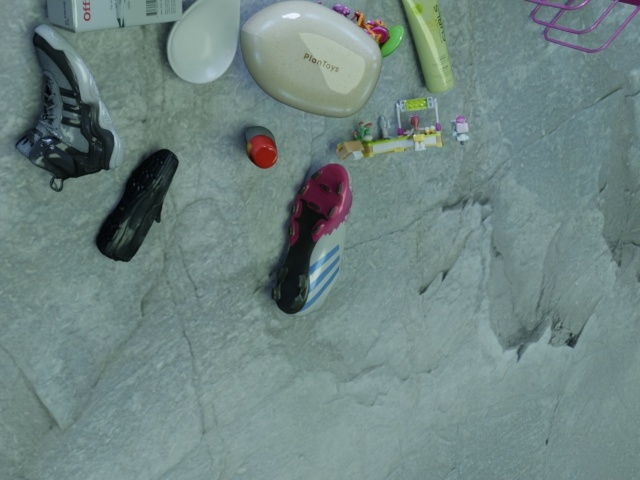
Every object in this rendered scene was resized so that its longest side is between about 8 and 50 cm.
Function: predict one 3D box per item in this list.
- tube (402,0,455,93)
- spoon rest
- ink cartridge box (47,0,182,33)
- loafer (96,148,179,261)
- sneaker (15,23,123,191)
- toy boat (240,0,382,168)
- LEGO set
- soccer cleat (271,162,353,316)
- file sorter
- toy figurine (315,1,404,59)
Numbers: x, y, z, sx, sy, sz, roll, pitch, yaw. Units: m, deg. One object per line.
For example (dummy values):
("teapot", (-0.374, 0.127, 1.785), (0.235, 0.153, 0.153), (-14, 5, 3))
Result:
("tube", (0.224, -0.425, 2.024), (0.070, 0.062, 0.240), (-65, 143, -55))
("spoon rest", (-0.189, -0.408, 1.698), (0.137, 0.084, 0.276), (6, 104, -39))
("ink cartridge box", (-0.331, -0.423, 1.562), (0.208, 0.087, 0.153), (-18, 120, -41))
("loafer", (-0.318, -0.062, 1.755), (0.078, 0.076, 0.223), (28, 95, -46))
("sneaker", (-0.434, -0.205, 1.584), (0.153, 0.101, 0.268), (-33, 124, -19))
("toy boat", (-0.053, -0.280, 1.791), (0.267, 0.148, 0.318), (26, 102, -17))
("LEGO set", (0.158, -0.235, 2.025), (0.287, 0.132, 0.107), (-8, 98, -10))
("soccer cleat", (0.000, 0.000, 2.011), (0.143, 0.116, 0.331), (5, 108, -55))
("file sorter", (0.540, -0.573, 2.109), (0.182, 0.202, 0.290), (-48, 130, -7))
("toy figurine", (0.043, -0.393, 1.847), (0.159, 0.173, 0.130), (33, 48, -30))
